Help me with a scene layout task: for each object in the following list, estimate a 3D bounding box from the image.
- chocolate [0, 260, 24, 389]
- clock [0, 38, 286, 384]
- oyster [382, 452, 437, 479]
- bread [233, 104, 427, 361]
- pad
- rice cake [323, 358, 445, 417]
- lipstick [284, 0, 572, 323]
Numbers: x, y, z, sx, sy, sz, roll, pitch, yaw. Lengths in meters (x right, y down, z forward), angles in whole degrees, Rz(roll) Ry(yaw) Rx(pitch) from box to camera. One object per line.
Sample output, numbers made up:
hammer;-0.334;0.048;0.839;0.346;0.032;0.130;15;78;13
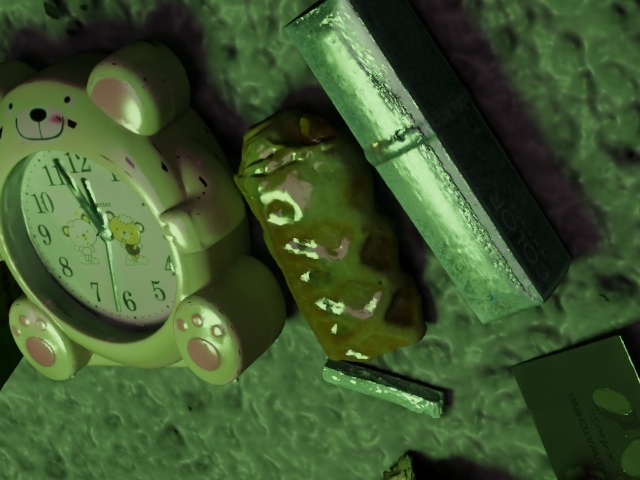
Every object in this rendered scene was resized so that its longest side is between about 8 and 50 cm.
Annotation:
chocolate;-0.441;-0.011;1.401;0.300;0.137;0.289;11;124;26
clock;-0.190;-0.020;1.249;0.284;0.114;0.309;-2;116;35
oyster;0.089;0.339;1.275;0.198;0.092;0.260;-126;28;-55
bread;0.000;0.000;1.161;0.128;0.088;0.232;4;125;40
pad;0.235;0.178;1.120;0.127;0.004;0.190;-27;84;50
rice cake;0.058;0.134;1.245;0.121;0.021;0.022;15;136;24
lipstick;0.088;-0.070;1.058;0.076;0.077;0.290;-27;103;41
